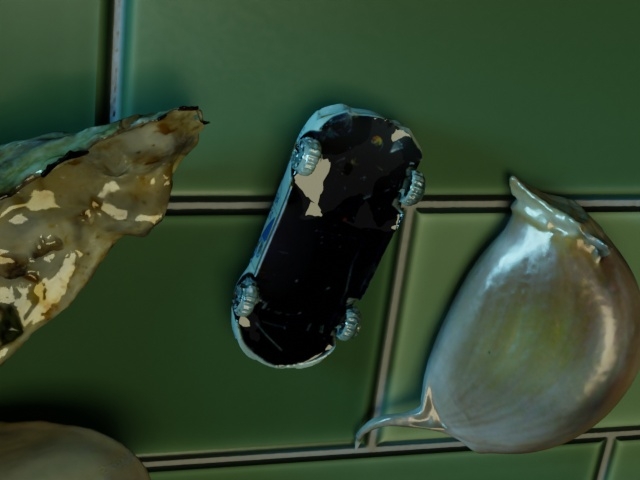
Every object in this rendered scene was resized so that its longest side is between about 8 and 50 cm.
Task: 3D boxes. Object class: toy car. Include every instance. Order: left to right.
[{"bbox_3d":[0.000,0.000,0.882,0.095,0.056,0.205,14,116,-23],"label":"toy car"}]

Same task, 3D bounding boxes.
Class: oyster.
[{"bbox_3d":[-0.198,0.004,0.819,0.294,0.094,0.166,-36,140,-8],"label":"oyster"}]

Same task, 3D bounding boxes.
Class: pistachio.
[{"bbox_3d":[-0.228,0.197,0.877,0.215,0.144,0.144,-17,121,-19],"label":"pistachio"}]

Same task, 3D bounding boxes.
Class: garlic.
[{"bbox_3d":[0.154,0.102,0.967,0.267,0.148,0.128,-56,154,11],"label":"garlic"}]
